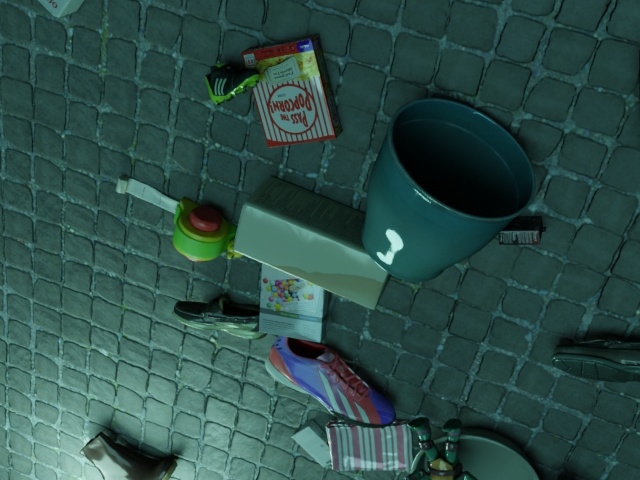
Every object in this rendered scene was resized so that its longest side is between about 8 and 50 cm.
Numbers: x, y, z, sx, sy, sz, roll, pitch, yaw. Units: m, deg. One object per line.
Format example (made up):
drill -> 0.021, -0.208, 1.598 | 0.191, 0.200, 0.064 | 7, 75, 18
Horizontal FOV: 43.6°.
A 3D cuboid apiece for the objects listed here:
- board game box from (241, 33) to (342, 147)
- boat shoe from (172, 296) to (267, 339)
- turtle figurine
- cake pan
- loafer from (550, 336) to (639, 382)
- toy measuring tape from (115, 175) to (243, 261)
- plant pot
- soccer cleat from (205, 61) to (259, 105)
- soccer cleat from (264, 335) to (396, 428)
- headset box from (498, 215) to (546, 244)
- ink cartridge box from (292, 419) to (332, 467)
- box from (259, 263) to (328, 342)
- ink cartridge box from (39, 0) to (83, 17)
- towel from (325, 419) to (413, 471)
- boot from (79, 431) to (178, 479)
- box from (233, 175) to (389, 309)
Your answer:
board game box -> -0.053, -0.281, 1.521 | 0.146, 0.045, 0.194 | -6, 115, 23
boat shoe -> -0.223, 0.161, 1.808 | 0.223, 0.080, 0.073 | 13, 115, 8
turtle figurine -> 0.259, 0.499, 1.719 | 0.175, 0.118, 0.234 | -7, 99, 8
cake pan -> 0.352, 0.540, 1.806 | 0.293, 0.054, 0.293 | 9, 119, 16
loafer -> 0.588, 0.226, 1.549 | 0.267, 0.084, 0.096 | 6, 150, 22
toy measuring tape -> -0.311, -0.039, 1.708 | 0.330, 0.121, 0.121 | 26, 123, 6
plant pot -> 0.197, -0.069, 1.429 | 0.271, 0.272, 0.255 | 32, 138, 2
soccer cleat -> -0.172, -0.305, 1.509 | 0.179, 0.060, 0.072 | -6, 111, 60
soccer cleat -> 0.032, 0.307, 1.774 | 0.318, 0.108, 0.116 | 27, 119, 8
headset box -> 0.377, -0.018, 1.492 | 0.083, 0.062, 0.032 | -1, 117, 22
ink cartridge box -> -0.007, 0.490, 1.928 | 0.115, 0.029, 0.063 | 46, 122, -10
box -> -0.055, 0.116, 1.715 | 0.145, 0.038, 0.186 | 8, 103, 17
ink cartridge box -> -0.488, -0.537, 1.530 | 0.127, 0.072, 0.175 | 46, 123, -7
towel -> 0.116, 0.481, 1.862 | 0.197, 0.029, 0.144 | -3, 117, 11
boot -> -0.517, 0.590, 2.136 | 0.248, 0.090, 0.207 | -35, 103, 35
box -> 0.000, 0.000, 1.595 | 0.311, 0.148, 0.121 | 23, 123, 9
